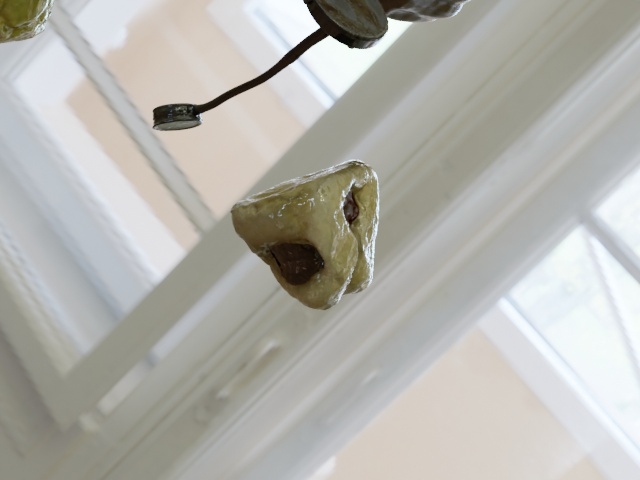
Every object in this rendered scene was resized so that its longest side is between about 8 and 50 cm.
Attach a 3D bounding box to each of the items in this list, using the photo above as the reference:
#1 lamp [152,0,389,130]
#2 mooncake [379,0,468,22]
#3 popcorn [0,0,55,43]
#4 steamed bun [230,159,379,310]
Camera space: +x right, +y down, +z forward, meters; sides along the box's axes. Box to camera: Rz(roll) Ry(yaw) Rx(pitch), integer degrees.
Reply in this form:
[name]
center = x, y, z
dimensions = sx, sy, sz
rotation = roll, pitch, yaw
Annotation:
[lamp]
center = -0.077, -0.236, 1.643
dimensions = 0.130, 0.371, 0.109
rotation = -4, 79, -41
[mooncake]
center = 0.163, -0.496, 2.125
dimensions = 0.161, 0.290, 0.290
rotation = 3, 40, -38
[popcorn]
center = -0.209, -0.156, 0.804
dimensions = 0.097, 0.089, 0.109
rotation = 31, 42, 13
[steamed bun]
center = 0.000, 0.000, 1.544
dimensions = 0.172, 0.140, 0.155
rotation = -29, 102, -51
